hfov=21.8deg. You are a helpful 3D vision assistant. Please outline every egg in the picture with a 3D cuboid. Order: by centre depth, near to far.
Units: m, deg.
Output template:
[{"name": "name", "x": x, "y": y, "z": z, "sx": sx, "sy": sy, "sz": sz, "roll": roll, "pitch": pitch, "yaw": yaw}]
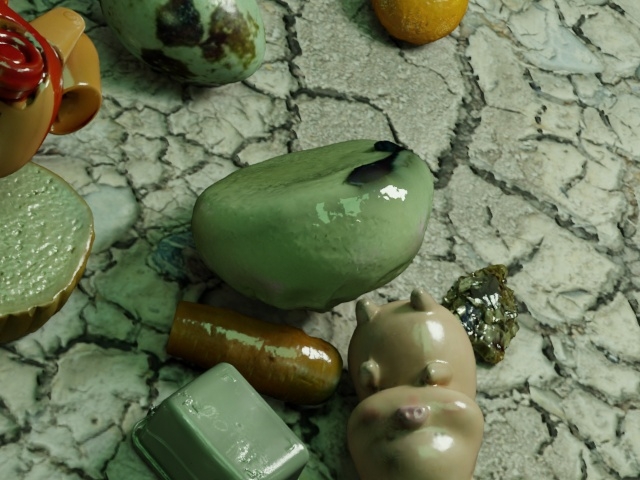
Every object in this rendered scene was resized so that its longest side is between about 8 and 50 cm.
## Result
[{"name": "egg", "x": -0.165, "y": -0.282, "z": 2.021, "sx": 0.231, "sy": 0.169, "sz": 0.169, "roll": 40, "pitch": 48, "yaw": -7}]

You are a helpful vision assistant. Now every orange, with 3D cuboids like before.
[{"name": "orange", "x": 0.134, "y": -0.333, "z": 2.230, "sx": 0.135, "sy": 0.117, "sz": 0.135, "roll": 14, "pitch": 43, "yaw": -14}]

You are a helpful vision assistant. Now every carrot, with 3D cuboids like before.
[{"name": "carrot", "x": -0.072, "y": 0.123, "z": 1.809, "sx": 0.193, "sy": 0.087, "sz": 0.087, "roll": 18, "pitch": 49, "yaw": -11}]

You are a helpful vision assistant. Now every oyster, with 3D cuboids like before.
[{"name": "oyster", "x": 0.198, "y": 0.076, "z": 1.991, "sx": 0.103, "sy": 0.051, "sz": 0.148, "roll": 27, "pitch": 38, "yaw": -13}]

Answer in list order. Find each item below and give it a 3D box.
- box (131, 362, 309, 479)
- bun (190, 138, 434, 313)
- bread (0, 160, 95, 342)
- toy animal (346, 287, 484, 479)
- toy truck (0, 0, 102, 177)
[{"name": "box", "x": -0.098, "y": 0.212, "z": 1.721, "sx": 0.172, "sy": 0.093, "sz": 0.124, "roll": 46, "pitch": 50, "yaw": 13}, {"name": "bun", "x": 0.000, "y": 0.000, "z": 1.854, "sx": 0.283, "sy": 0.283, "sz": 0.179, "roll": -25, "pitch": 108, "yaw": -36}, {"name": "bread", "x": -0.360, "y": 0.003, "z": 1.778, "sx": 0.236, "sy": 0.070, "sz": 0.236, "roll": 12, "pitch": 52, "yaw": -16}, {"name": "toy animal", "x": 0.098, "y": 0.184, "z": 1.797, "sx": 0.166, "sy": 0.154, "sz": 0.250, "roll": -12, "pitch": 59, "yaw": 20}, {"name": "toy truck", "x": -0.367, "y": -0.189, "z": 1.767, "sx": 0.265, "sy": 0.189, "sz": 0.239, "roll": 33, "pitch": 30, "yaw": -1}]
